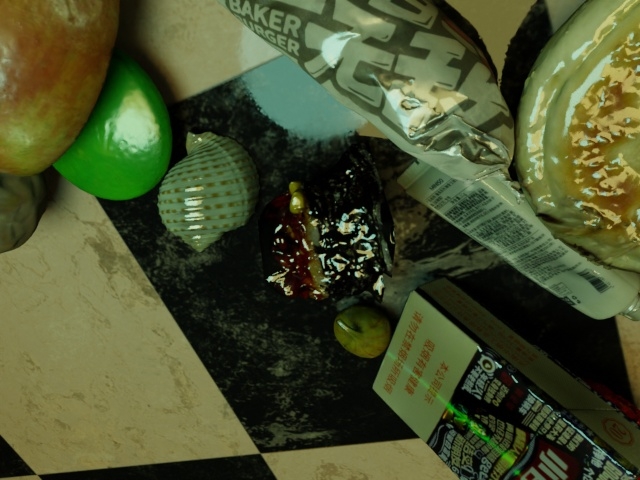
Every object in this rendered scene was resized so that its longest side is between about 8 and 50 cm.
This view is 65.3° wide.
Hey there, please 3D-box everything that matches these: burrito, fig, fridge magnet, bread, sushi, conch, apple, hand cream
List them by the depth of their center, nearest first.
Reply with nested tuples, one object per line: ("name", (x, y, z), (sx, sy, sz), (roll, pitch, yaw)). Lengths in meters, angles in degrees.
("bread", (0.333, -0.112, 0.467), (0.305, 0.159, 0.306), (11, 124, 17))
("burrito", (0.049, -0.203, 0.501), (0.445, 0.101, 0.139), (41, 100, 4))
("apple", (-0.345, -0.237, 0.529), (0.254, 0.179, 0.346), (14, 99, -10))
("hand cream", (0.255, -0.005, 0.607), (0.340, 0.078, 0.124), (34, 156, -3))
("sushi", (0.000, 0.000, 0.633), (0.150, 0.153, 0.172), (-8, 139, -3))
("fridge magnet", (-0.285, -0.153, 0.654), (0.208, 0.088, 0.208), (8, 117, 15))
("conch", (-0.151, -0.058, 0.675), (0.135, 0.102, 0.153), (5, 123, -8))
("fig", (0.060, 0.133, 0.725), (0.082, 0.098, 0.084), (-40, 84, 13))

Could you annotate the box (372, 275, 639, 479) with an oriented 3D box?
("box", (0.220, 0.216, 0.641), (0.310, 0.084, 0.198), (41, 130, 35))

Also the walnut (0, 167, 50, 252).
("walnut", (-0.514, -0.093, 0.673), (0.273, 0.227, 0.273), (6, 124, 9))

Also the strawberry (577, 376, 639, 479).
("strawberry", (0.372, 0.280, 0.693), (0.201, 0.187, 0.184), (3, 164, -17))
